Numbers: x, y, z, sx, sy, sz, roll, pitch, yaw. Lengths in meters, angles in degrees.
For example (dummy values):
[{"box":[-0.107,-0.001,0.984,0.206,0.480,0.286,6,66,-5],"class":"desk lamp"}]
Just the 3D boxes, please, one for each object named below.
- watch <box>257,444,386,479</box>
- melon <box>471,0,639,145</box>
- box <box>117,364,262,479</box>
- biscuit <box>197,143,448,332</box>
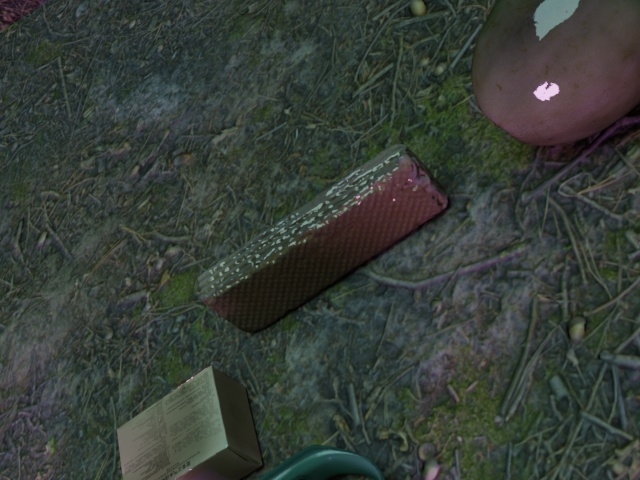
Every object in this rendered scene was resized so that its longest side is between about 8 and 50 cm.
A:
[{"box":[-0.013,0.388,1.453,0.237,0.068,0.195,-31,42,-8],"class":"watch"},{"box":[0.362,-0.282,1.528,0.308,0.272,0.272,-23,47,20],"class":"melon"},{"box":[-0.212,0.331,1.681,0.212,0.095,0.168,-35,42,17],"class":"box"},{"box":[0.000,0.000,1.711,0.426,0.144,0.078,-33,43,16],"class":"biscuit"}]
